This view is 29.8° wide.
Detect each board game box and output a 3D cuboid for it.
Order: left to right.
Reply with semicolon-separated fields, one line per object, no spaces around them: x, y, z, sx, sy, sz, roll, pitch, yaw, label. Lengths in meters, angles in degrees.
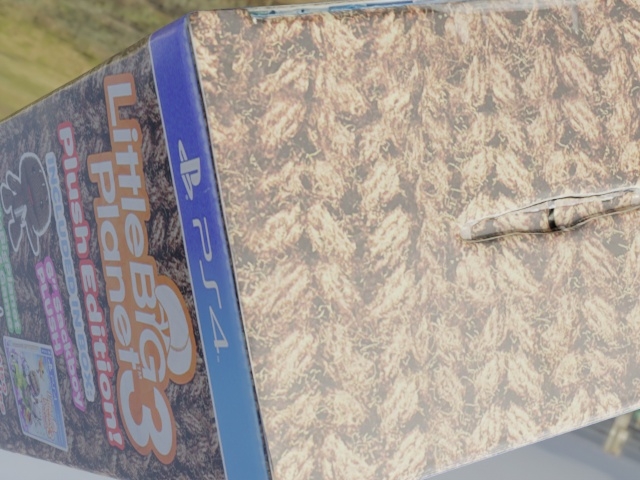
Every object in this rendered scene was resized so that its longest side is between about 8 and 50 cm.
0.000;0.000;0.496;0.232;0.141;0.291;-11;-179;-31;board game box
